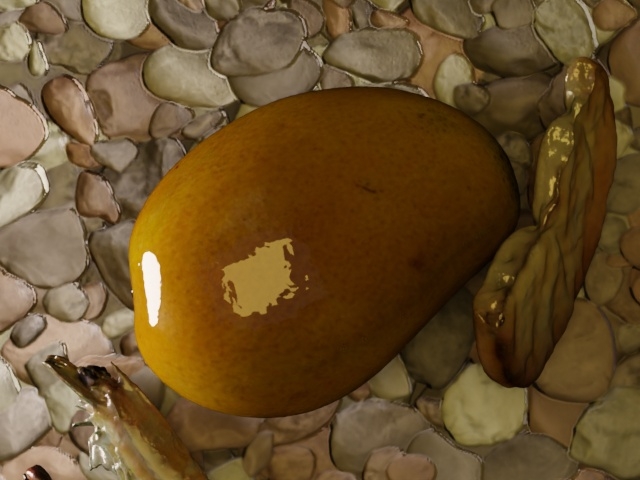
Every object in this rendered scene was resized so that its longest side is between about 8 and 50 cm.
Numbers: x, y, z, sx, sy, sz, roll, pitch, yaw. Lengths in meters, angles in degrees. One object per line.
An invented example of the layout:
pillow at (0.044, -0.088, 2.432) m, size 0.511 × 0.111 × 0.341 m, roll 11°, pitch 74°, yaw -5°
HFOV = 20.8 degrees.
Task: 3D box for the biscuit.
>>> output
biscuit at (0.210, -0.008, 1.582) m, size 0.045 × 0.154 × 0.299 m, roll 13°, pitch 70°, yaw 31°

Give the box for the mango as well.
mango at (0.000, 0.000, 1.557) m, size 0.378 × 0.221 × 0.264 m, roll -27°, pitch 79°, yaw -11°

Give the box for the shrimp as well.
shrimp at (-0.199, 0.227, 1.621) m, size 0.173 × 0.058 × 0.253 m, roll -43°, pitch 85°, yaw 6°
